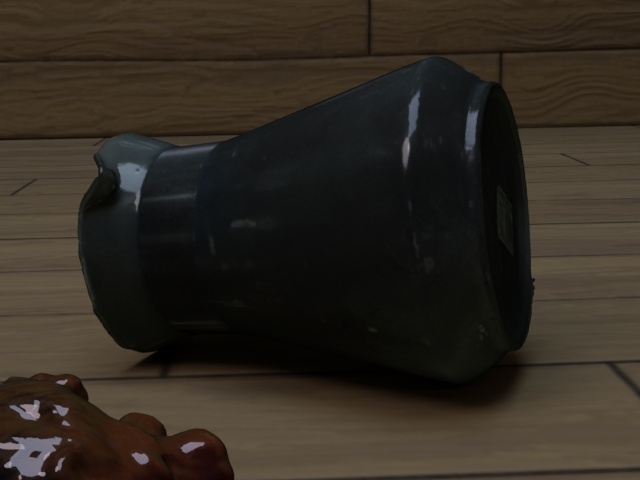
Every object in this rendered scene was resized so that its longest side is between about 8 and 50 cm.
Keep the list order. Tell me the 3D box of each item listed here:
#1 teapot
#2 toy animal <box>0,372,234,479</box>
[{"bbox_3d":[0.000,0.000,0.597,0.225,0.171,0.203,-4,-22,21],"label":"teapot"},{"bbox_3d":[-0.187,0.077,0.356,0.312,0.097,0.157,-4,18,-6],"label":"toy animal"}]
